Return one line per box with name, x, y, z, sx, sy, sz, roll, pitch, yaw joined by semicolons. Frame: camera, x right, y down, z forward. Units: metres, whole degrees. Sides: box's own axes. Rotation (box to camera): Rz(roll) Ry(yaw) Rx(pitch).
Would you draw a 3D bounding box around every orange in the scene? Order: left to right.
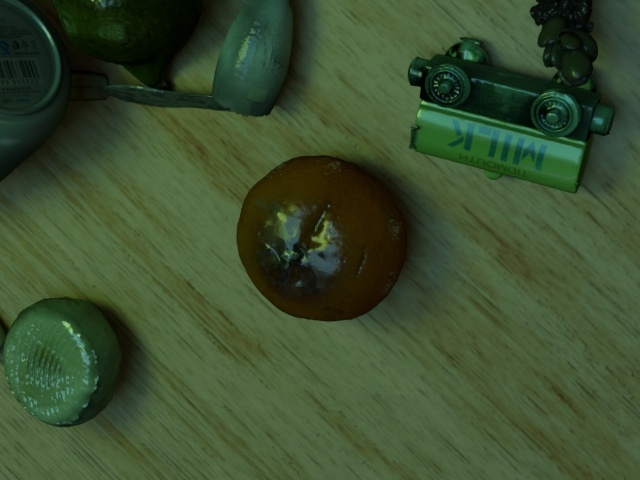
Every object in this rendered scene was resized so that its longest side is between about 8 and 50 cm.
orange;0.000;0.000;1.438;0.224;0.170;0.224;7;109;21

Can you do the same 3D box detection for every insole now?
insole;-0.207;-0.195;1.530;0.193;0.065;0.006;7;76;17

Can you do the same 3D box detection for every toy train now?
toy train;0.221;-0.142;1.357;0.253;0.105;0.157;17;124;17

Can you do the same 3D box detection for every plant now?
plant;0.280;-0.249;1.275;0.087;0.085;0.174;-13;65;24

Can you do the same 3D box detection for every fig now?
fig;-0.250;-0.280;1.462;0.203;0.203;0.235;19;132;16

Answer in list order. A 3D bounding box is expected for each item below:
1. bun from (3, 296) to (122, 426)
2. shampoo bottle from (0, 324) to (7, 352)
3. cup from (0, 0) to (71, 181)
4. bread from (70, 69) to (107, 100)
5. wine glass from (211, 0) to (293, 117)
bun;-0.375;0.178;1.670;0.195;0.118;0.195;4;100;23
shampoo bottle;-0.577;0.097;1.765;0.212;0.049;0.072;47;120;5
cup;-0.490;-0.241;1.517;0.274;0.259;0.356;-24;56;43
bread;-0.361;-0.220;1.583;0.109;0.062;0.043;10;104;21
wine glass;-0.041;-0.273;1.341;0.096;0.264;0.309;13;113;-18
